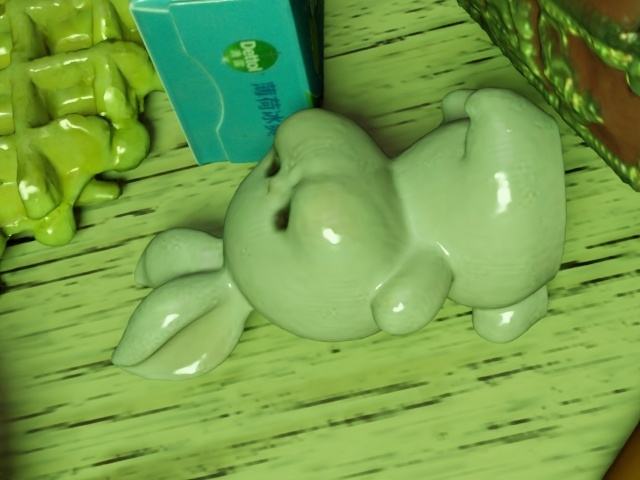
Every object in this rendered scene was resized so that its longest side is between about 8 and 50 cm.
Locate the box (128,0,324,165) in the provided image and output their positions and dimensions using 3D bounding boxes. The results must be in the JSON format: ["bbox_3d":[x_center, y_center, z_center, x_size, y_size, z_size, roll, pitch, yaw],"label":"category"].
[{"bbox_3d":[-0.040,-0.156,0.523,0.073,0.139,0.194,-4,64,7],"label":"box"}]

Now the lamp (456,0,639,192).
[{"bbox_3d":[0.153,-0.121,0.428,0.177,0.177,0.274,-24,38,-3],"label":"lamp"}]

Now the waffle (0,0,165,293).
[{"bbox_3d":[-0.228,-0.100,0.573,0.329,0.062,0.329,-4,64,9],"label":"waffle"}]

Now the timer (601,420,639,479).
[{"bbox_3d":[0.262,0.075,0.383,0.250,0.161,0.257,27,71,36],"label":"timer"}]

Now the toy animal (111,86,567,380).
[{"bbox_3d":[0.000,-0.002,0.456,0.212,0.124,0.124,-13,63,-1],"label":"toy animal"}]
